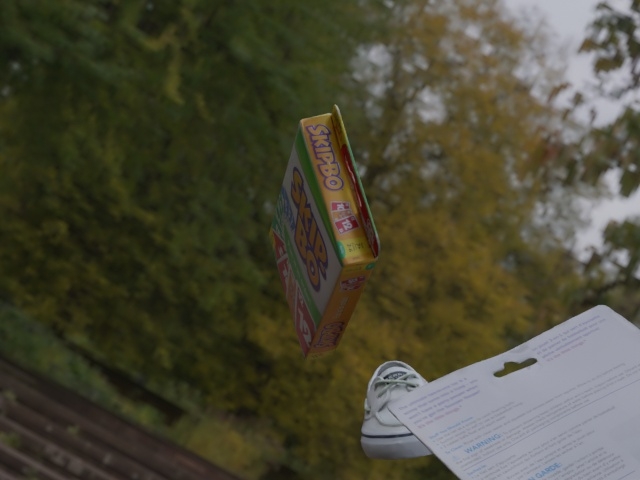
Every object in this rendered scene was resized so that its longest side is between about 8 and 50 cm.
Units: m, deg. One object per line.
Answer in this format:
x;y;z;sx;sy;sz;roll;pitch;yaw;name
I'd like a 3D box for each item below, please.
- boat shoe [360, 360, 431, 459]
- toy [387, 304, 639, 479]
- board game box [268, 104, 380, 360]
0.073;0.163;1.467;0.083;0.076;0.226;-8;2;-6;boat shoe
0.151;0.131;0.645;0.237;0.137;0.056;40;-40;42;toy
0.000;0.000;1.211;0.039;0.124;0.259;-11;-20;-15;board game box
